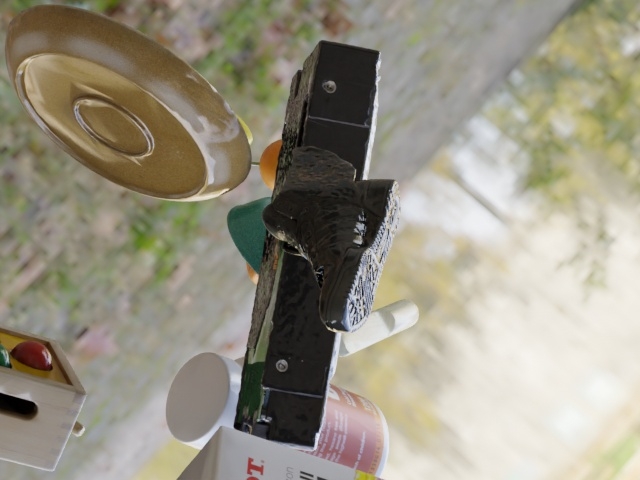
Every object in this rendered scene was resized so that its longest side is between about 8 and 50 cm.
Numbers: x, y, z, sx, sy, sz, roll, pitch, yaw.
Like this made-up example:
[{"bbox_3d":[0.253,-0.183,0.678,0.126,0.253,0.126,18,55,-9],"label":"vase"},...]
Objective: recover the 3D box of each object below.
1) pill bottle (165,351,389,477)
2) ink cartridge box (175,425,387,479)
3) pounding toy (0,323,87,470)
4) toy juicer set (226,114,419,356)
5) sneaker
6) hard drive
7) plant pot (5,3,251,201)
[{"bbox_3d":[-0.043,0.184,1.872,0.216,0.121,0.121,26,109,-40],"label":"pill bottle"},{"bbox_3d":[0.024,0.269,1.269,0.201,0.278,0.117,-85,-158,-43],"label":"ink cartridge box"},{"bbox_3d":[-0.286,0.123,1.766,0.094,0.181,0.206,-66,-153,11],"label":"pounding toy"},{"bbox_3d":[-0.014,0.018,1.914,0.089,0.329,0.209,-45,149,21],"label":"toy juicer set"},{"bbox_3d":[0.000,-0.002,1.268,0.170,0.089,0.051,-67,157,-47],"label":"sneaker"},{"bbox_3d":[-0.013,0.009,1.662,0.237,0.064,0.339,150,-49,-83],"label":"hard drive"},{"bbox_3d":[-0.168,-0.104,1.587,0.032,0.236,0.236,-61,174,-27],"label":"plant pot"}]
